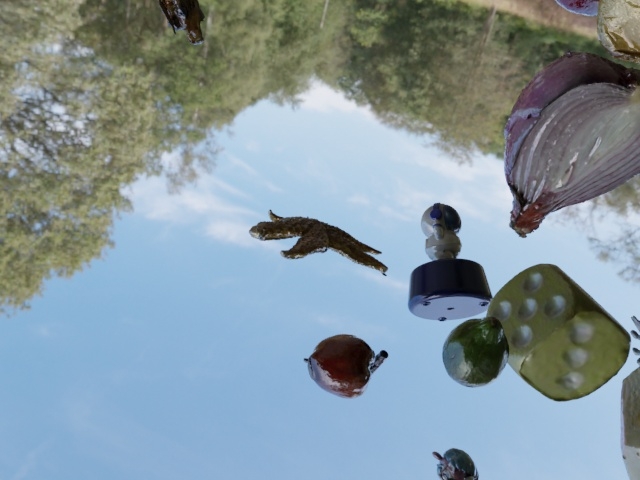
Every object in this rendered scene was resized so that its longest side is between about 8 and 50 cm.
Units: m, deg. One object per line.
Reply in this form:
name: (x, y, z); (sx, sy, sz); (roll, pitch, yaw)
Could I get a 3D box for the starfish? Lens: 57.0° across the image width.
starfish: (0.002, -0.004, 1.179); (0.302, 0.060, 0.299); (15, -169, -14)

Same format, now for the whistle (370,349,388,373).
whistle: (0.152, 0.390, 1.790); (0.033, 0.176, 0.033); (21, -142, -17)

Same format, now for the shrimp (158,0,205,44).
shrimp: (-0.181, -0.380, 0.776); (0.152, 0.063, 0.287); (-13, -102, -43)

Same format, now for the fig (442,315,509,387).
fig: (0.302, 0.201, 1.105); (0.123, 0.156, 0.123); (9, -125, -13)

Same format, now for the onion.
onion: (0.429, -0.176, 1.052); (0.267, 0.348, 0.159); (20, -139, -18)

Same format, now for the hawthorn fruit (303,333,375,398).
hawthorn fruit: (0.051, 0.355, 1.680); (0.202, 0.185, 0.185); (4, -158, 3)

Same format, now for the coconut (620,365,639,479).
coconut: (0.504, 0.273, 0.777); (0.197, 0.237, 0.237); (0, -165, 25)

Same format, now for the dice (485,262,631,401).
dice: (0.548, 0.212, 1.384); (0.238, 0.233, 0.227); (36, -164, -25)

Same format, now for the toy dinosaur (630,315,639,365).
toy dinosaur: (0.647, 0.237, 1.111); (0.039, 0.082, 0.209); (-15, -105, -26)

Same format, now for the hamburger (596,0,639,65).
hamburger: (0.451, -0.312, 0.798); (0.138, 0.147, 0.083); (19, -144, 28)

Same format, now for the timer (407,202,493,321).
timer: (0.413, 0.050, 1.957); (0.270, 0.270, 0.383); (7, -116, -17)

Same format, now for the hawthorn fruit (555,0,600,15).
hawthorn fruit: (0.704, -0.659, 1.391); (0.307, 0.265, 0.265); (14, -159, 8)

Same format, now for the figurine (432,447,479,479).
figurine: (0.398, 0.626, 1.470); (0.205, 0.103, 0.260); (42, 175, -29)
